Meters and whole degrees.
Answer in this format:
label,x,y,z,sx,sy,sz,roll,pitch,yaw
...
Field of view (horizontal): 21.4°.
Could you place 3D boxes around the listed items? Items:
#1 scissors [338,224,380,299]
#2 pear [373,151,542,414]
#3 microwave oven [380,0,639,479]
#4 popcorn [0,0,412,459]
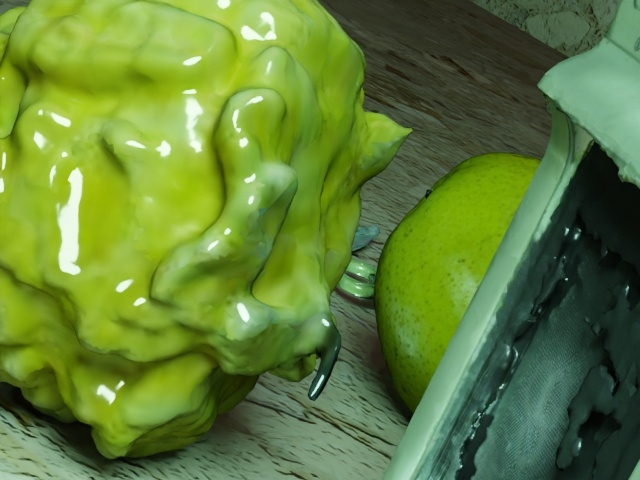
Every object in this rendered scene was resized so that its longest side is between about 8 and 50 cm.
label,x,y,z,sx,sy,sz,roll,pitch,yaw
scissors,0.000,0.000,1.290,0.133,0.020,0.187,22,16,8
pear,0.123,0.047,1.029,0.198,0.198,0.198,23,15,-7
microwave oven,0.196,0.095,0.632,0.286,0.355,0.218,21,16,-18
popcorn,-0.068,-0.018,0.811,0.225,0.249,0.249,18,10,31
